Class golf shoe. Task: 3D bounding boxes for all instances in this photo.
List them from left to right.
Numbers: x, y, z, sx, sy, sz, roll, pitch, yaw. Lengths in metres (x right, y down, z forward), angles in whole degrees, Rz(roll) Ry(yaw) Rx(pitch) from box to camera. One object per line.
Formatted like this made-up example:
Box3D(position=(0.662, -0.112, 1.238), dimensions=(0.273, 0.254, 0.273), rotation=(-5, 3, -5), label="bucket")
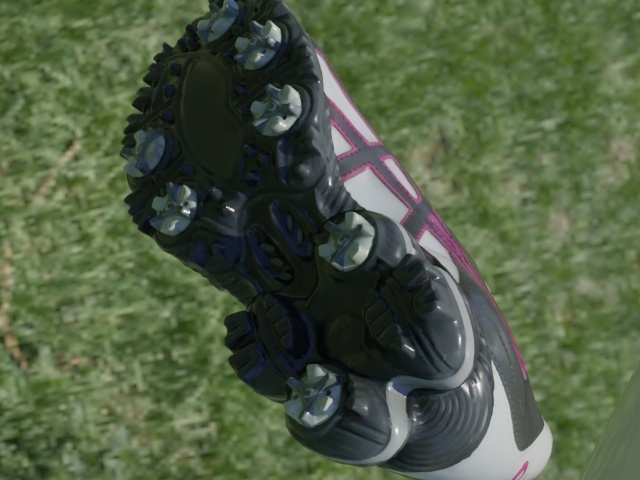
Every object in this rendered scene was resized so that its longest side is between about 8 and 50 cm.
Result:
Box3D(position=(0.000, 0.000, 0.669), dimensions=(0.120, 0.105, 0.273), rotation=(33, 21, -44), label="golf shoe")

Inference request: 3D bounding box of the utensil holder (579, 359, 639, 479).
Box3D(position=(0.255, 0.212, 0.762), dimensions=(0.328, 0.327, 0.385), rotation=(-58, 168, -51), label="utensil holder")
